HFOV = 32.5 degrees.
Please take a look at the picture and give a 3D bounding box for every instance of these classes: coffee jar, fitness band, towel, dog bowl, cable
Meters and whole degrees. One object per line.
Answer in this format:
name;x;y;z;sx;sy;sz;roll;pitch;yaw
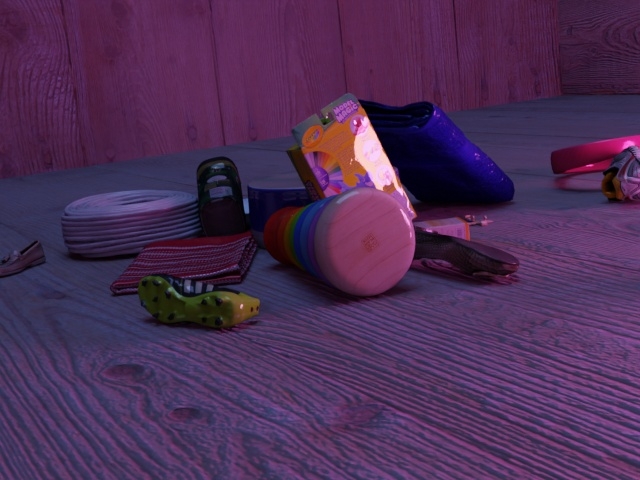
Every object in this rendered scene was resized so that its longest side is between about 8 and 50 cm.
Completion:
coffee jar;-0.178;-0.075;1.956;0.079;0.096;0.184;-13;29;0
fitness band;0.558;-0.168;2.160;0.209;0.054;0.291;-6;-1;12
towel;0.188;-0.150;1.984;0.228;0.076;0.308;10;-18;44
towel;-0.205;0.032;1.710;0.199;0.031;0.275;-6;11;3
dog bowl;0.009;-0.060;1.881;0.265;0.104;0.265;-6;10;1
cable;-0.335;-0.035;1.980;0.257;0.089;0.257;-3;11;14

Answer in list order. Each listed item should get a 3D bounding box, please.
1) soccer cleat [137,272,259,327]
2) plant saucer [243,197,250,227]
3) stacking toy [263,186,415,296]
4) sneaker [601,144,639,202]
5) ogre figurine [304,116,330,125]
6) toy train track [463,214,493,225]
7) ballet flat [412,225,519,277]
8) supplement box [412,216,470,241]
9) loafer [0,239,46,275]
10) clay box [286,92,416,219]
soccer cleat;-0.156;0.078;1.383;0.179;0.060;0.072;10;9;37
plant saucer;-0.134;-0.051;2.094;0.195;0.037;0.195;-7;11;1
stacking toy;0.000;0.000;1.545;0.141;0.141;0.330;-10;5;-22
sneaker;0.532;-0.115;1.929;0.093;0.088;0.225;-15;4;6
ogre figurine;0.030;-0.160;1.858;0.118;0.096;0.197;1;15;4
toy train track;0.261;-0.037;1.860;0.048;0.014;0.083;-8;10;-13
ballet flat;0.176;0.022;1.507;0.084;0.058;0.250;13;3;-36
supplement box;0.174;-0.009;1.692;0.099;0.036;0.062;-7;11;-6
loafer;-0.516;0.030;1.869;0.045;0.039;0.125;-1;12;23
clay box;0.041;-0.098;1.654;0.127;0.222;0.053;-35;17;-24
